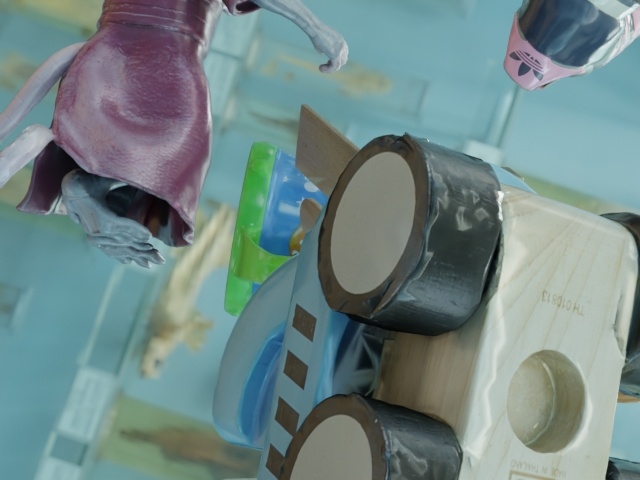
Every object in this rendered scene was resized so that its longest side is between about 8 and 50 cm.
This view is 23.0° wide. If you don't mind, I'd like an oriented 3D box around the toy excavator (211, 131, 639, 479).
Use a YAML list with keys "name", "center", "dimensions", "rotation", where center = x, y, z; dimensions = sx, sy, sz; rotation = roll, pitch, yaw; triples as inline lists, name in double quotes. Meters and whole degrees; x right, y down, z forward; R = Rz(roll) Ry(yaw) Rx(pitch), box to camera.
- name: "toy excavator"
  center: [0.004, 0.165, 1.014]
  dimensions: [0.445, 0.222, 0.433]
  rotation: [-3, -106, 59]

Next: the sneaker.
- name: "sneaker"
  center: [0.235, -0.206, 1.475]
  dimensions: [0.131, 0.112, 0.319]
  rotation: [-49, 170, 17]

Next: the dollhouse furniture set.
- name: "dollhouse furniture set"
  center: [0.069, -0.031, 1.323]
  dimensions: [0.123, 0.151, 0.144]
  rotation: [44, -46, 53]

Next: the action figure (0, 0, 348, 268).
- name: "action figure"
  center: [-0.146, -0.174, 1.283]
  dimensions: [0.248, 0.275, 0.370]
  rotation: [-1, -105, 56]

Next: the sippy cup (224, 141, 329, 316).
- name: "sippy cup"
  center: [0.000, 0.000, 2.095]
  dimensions: [0.240, 0.224, 0.305]
  rotation: [102, -2, -52]

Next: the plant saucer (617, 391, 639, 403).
- name: "plant saucer"
  center: [0.372, 0.098, 1.916]
  dimensions: [0.037, 0.200, 0.200]
  rotation: [65, 41, -65]
